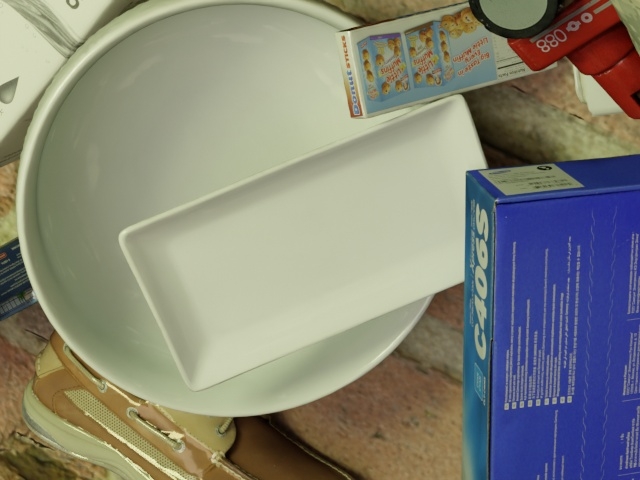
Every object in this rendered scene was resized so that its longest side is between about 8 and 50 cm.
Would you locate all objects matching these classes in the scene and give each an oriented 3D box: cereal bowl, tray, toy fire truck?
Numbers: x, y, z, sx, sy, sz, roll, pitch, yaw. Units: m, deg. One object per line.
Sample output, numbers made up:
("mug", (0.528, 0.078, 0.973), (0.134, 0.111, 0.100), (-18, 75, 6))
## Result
("cereal bowl", (-0.068, -0.042, 1.227), (0.339, 0.141, 0.339), (-3, 112, -9))
("tray", (0.000, 0.000, 1.165), (0.270, 0.030, 0.145), (-22, 113, -1))
("toy fire truck", (0.240, -0.137, 0.982), (0.217, 0.158, 0.246), (-31, 114, 35))

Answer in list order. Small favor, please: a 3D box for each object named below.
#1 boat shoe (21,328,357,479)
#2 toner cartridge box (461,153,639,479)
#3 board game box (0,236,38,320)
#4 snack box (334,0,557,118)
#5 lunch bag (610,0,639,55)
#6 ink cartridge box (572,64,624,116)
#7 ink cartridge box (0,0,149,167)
("boat shoe", (-0.112, 0.160, 1.363), (0.324, 0.123, 0.116), (21, 113, 13))
("toner cartridge box", (0.194, 0.113, 1.191), (0.165, 0.075, 0.347), (-5, 111, -10))
("board game box", (-0.314, 0.055, 1.394), (0.194, 0.194, 0.060), (-26, 96, 42))
("snack box", (0.095, -0.139, 1.148), (0.022, 0.178, 0.064), (9, 113, 59))
("lunch bag", (0.280, -0.136, 0.793), (0.256, 0.212, 0.305), (-18, 129, 36))
("ink cartridge box", (0.305, -0.205, 1.062), (0.273, 0.114, 0.197), (-5, 106, 24))
("ink cartridge box", (-0.255, -0.224, 1.289), (0.207, 0.117, 0.283), (46, 119, 3))
